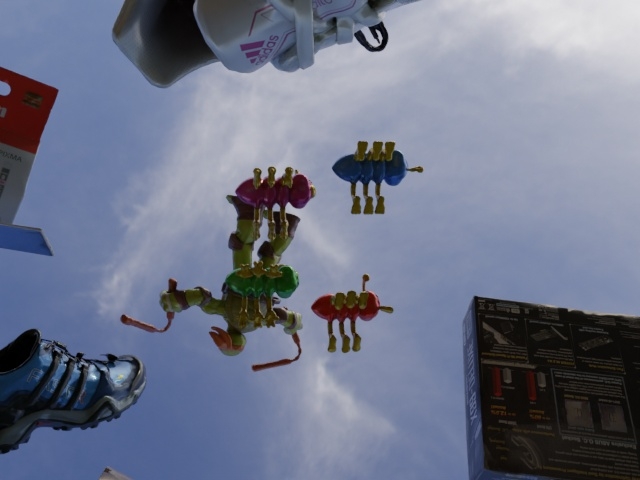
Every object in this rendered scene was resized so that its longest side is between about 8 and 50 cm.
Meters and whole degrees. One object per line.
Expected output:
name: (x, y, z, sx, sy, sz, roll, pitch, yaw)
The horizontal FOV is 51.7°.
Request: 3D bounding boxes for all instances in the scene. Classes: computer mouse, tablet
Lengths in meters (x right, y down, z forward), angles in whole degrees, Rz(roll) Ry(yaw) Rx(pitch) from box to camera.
computer mouse: (0.042, -0.388, 0.991, 0.071, 0.242, 0.041, -40, -141, -15)
tablet: (-0.358, -0.004, 0.774, 0.083, 0.054, 0.006, 9, -126, 4)

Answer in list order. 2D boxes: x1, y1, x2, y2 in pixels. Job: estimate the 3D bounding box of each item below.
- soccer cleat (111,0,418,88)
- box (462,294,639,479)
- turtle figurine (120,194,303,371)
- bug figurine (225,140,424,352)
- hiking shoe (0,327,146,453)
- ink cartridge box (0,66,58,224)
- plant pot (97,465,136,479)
soccer cleat: (0.023, -0.141, 0.320, 0.331, 0.116, 0.143, -2, -130, 43)
box: (0.338, 0.201, 0.818, 0.307, 0.077, 0.243, 6, -131, 1)
turtle figurine: (-0.106, 0.056, 0.852, 0.269, 0.087, 0.218, 19, -100, -34)
bug figurine: (0.000, 0.000, 0.787, 0.216, 0.279, 0.072, 2, -153, -14)
hiking shoe: (-0.346, 0.179, 0.867, 0.113, 0.304, 0.132, 6, -83, 30)
ink cartridge box: (-0.472, -0.120, 0.858, 0.189, 0.232, 0.066, 19, -153, -30)
plant pot: (-0.166, 0.407, 0.721, 0.254, 0.237, 0.237, 23, -111, -7)
